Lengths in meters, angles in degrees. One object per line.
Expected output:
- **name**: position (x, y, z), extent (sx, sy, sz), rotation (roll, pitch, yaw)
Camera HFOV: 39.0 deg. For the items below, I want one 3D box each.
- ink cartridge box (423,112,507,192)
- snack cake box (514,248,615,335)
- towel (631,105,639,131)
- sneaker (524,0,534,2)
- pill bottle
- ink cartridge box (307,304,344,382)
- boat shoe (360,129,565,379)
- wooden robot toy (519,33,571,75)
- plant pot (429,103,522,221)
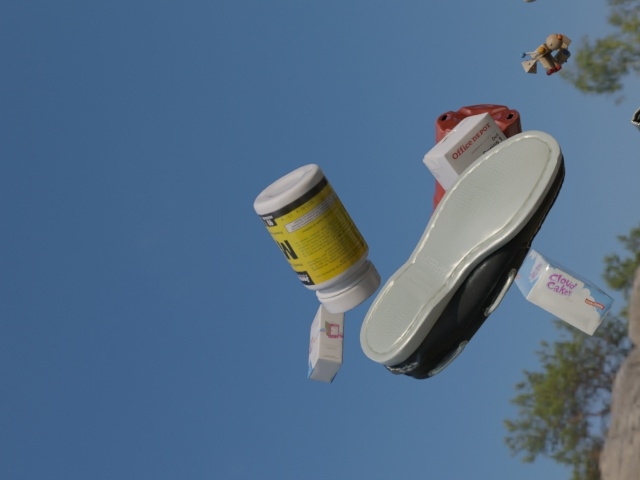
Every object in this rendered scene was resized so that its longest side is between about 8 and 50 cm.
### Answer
- **ink cartridge box**: position (0.357, -0.147, 1.986), extent (0.160, 0.092, 0.219), rotation (-44, -76, -19)
- **snack cake box**: position (0.506, 0.103, 1.904), extent (0.089, 0.152, 0.264), rotation (-59, -2, 9)
- **towel**: position (0.775, -0.282, 1.767), extent (0.324, 0.056, 0.312), rotation (26, -77, -42)
- **sneaker**: position (0.391, -0.453, 1.599), extent (0.083, 0.037, 0.032), rotation (-35, -101, -17)
- **pill bottle**: position (0.000, 0.000, 1.366), extent (0.208, 0.119, 0.119), rotation (58, -135, -16)
- **ink cartridge box**: position (0.011, 0.197, 1.732), extent (0.088, 0.052, 0.122), rotation (112, 166, -52)
- **boat shoe**: position (0.164, 0.020, 0.977), extent (0.091, 0.114, 0.302), rotation (32, -76, -38)
- **wooden robot toy**: position (0.510, -0.415, 1.962), extent (0.173, 0.079, 0.076), rotation (-29, -104, -38)
- **plant pot**: position (0.390, -0.177, 2.199), extent (0.272, 0.272, 0.265), rotation (-39, -52, -47)
